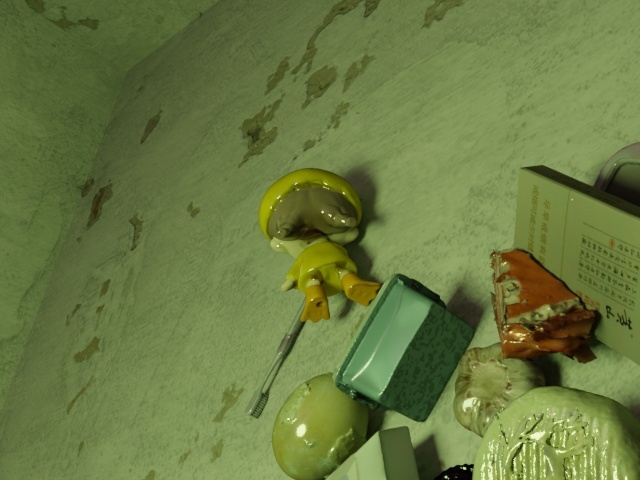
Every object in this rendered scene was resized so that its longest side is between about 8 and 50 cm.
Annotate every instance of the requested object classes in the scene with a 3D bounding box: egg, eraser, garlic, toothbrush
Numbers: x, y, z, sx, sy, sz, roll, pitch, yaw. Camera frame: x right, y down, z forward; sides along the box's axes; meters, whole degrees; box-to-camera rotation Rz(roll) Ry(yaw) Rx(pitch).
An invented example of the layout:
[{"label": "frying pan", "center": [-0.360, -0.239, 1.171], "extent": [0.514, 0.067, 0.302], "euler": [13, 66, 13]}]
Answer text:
[{"label": "egg", "center": [0.004, 0.326, 1.795], "extent": [0.201, 0.164, 0.164], "euler": [-58, 29, -10]}, {"label": "eraser", "center": [0.012, 0.480, 1.658], "extent": [0.397, 0.082, 0.213], "euler": [-49, 29, 30]}, {"label": "garlic", "center": [0.269, 0.230, 1.548], "extent": [0.147, 0.102, 0.159], "euler": [-34, 47, 12]}, {"label": "toothbrush", "center": [-0.062, 0.206, 2.136], "extent": [0.024, 0.029, 0.354], "euler": [9, 68, 56]}]

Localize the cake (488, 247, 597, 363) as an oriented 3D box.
[{"label": "cake", "center": [0.296, 0.097, 1.546], "extent": [0.135, 0.098, 0.287], "euler": [-15, 25, -10]}]

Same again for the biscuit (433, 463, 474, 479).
[{"label": "biscuit", "center": [0.204, 0.420, 1.511], "extent": [0.194, 0.053, 0.194], "euler": [-36, 37, 33]}]

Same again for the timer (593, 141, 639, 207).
[{"label": "timer", "center": [0.485, -0.051, 1.519], "extent": [0.208, 0.069, 0.191], "euler": [17, 78, 60]}]

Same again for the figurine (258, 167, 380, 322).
[{"label": "figurine", "center": [0.000, 0.000, 2.089], "extent": [0.187, 0.215, 0.344], "euler": [96, 160, -45]}]

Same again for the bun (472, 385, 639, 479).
[{"label": "bun", "center": [0.325, 0.318, 1.319], "extent": [0.273, 0.168, 0.273], "euler": [-20, 61, 41]}]

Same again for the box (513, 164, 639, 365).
[{"label": "box", "center": [0.398, 0.033, 1.483], "extent": [0.365, 0.051, 0.205], "euler": [-141, 48, -60]}]

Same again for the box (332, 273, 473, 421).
[{"label": "box", "center": [0.139, 0.185, 1.729], "extent": [0.130, 0.162, 0.227], "euler": [27, 85, 50]}]
